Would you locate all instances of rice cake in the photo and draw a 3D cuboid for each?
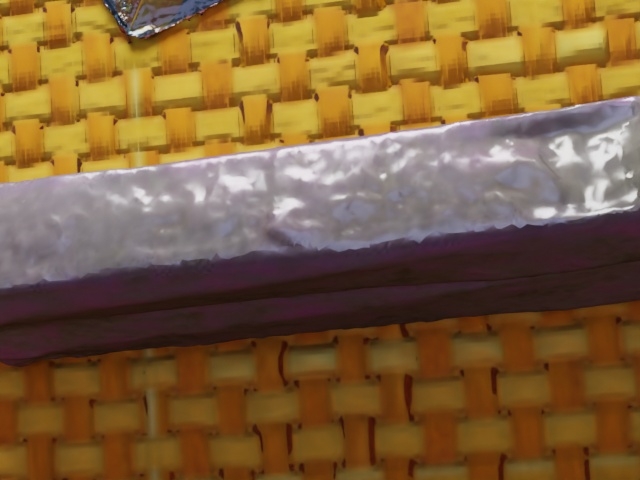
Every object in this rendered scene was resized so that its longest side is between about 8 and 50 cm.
[{"bbox_3d":[0.001,-0.001,0.571,0.298,0.106,0.050,-7,73,12],"label":"rice cake"}]

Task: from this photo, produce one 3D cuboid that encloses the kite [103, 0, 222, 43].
[{"bbox_3d":[-0.050,-0.153,0.647,0.183,0.010,0.160,19,88,14],"label":"kite"}]
